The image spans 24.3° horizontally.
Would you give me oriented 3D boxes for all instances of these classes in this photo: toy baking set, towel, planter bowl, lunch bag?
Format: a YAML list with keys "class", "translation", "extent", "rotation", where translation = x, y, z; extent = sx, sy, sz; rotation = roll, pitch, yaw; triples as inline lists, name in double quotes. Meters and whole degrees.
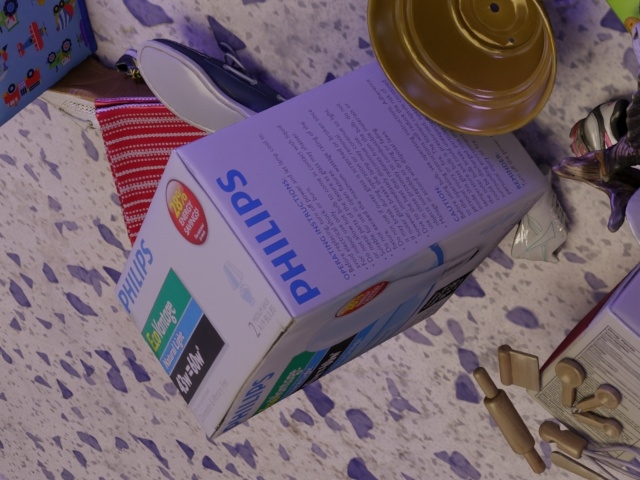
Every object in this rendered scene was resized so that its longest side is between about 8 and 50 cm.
- class: "toy baking set"
  translation: [0.287, 0.228, 1.732]
  extent: [0.196, 0.030, 0.256]
  rotation: [-1, 126, 49]
- class: "towel"
  translation: [-0.195, -0.088, 2.062]
  extent: [0.198, 0.031, 0.275]
  rotation: [-1, 135, 8]
- class: "planter bowl"
  translation: [0.162, -0.223, 1.529]
  extent: [0.217, 0.090, 0.217]
  rotation: [21, 133, 24]
- class: "lunch bag"
  translation: [-0.423, -0.321, 1.948]
  extent: [0.138, 0.221, 0.293]
  rotation: [31, 146, 19]

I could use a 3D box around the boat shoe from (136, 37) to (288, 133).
- class: "boat shoe"
  translation: [-0.117, -0.187, 1.896]
  extent: [0.254, 0.079, 0.095]
  rotation: [31, 138, 13]

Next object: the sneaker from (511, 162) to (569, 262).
- class: "sneaker"
  translation: [0.257, -0.031, 1.700]
  extent: [0.061, 0.054, 0.152]
  rotation: [15, 143, 13]

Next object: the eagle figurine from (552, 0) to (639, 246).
- class: "eagle figurine"
  translation: [0.324, -0.140, 1.261]
  extent: [0.225, 0.226, 0.298]
  rotation: [41, 132, 13]

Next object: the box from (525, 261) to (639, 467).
- class: "box"
  translation: [0.362, 0.135, 1.692]
  extent: [0.148, 0.127, 0.232]
  rotation: [41, 147, 6]

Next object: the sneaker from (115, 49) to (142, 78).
- class: "sneaker"
  translation: [-0.244, -0.231, 2.028]
  extent: [0.083, 0.035, 0.031]
  rotation: [24, 143, 29]

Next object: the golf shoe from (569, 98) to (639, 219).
- class: "golf shoe"
  translation: [0.343, -0.065, 1.542]
  extent: [0.186, 0.067, 0.086]
  rotation: [46, 146, -3]

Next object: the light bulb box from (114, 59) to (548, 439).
- class: "light bulb box"
  translation: [0.000, 0.000, 1.682]
  extent: [0.225, 0.361, 0.358]
  rotation: [55, 150, 13]

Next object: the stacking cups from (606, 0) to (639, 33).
- class: "stacking cups"
  translation: [0.346, -0.188, 1.395]
  extent: [0.316, 0.096, 0.096]
  rotation: [49, 148, -17]

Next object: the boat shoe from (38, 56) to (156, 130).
- class: "boat shoe"
  translation: [-0.328, -0.197, 2.101]
  extent: [0.277, 0.098, 0.096]
  rotation: [22, 141, 29]
